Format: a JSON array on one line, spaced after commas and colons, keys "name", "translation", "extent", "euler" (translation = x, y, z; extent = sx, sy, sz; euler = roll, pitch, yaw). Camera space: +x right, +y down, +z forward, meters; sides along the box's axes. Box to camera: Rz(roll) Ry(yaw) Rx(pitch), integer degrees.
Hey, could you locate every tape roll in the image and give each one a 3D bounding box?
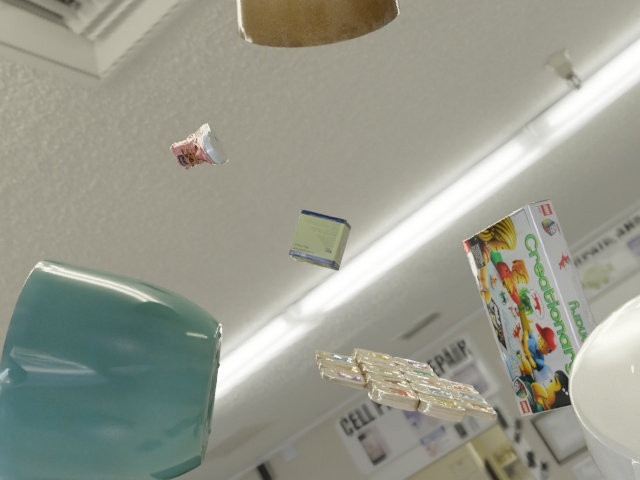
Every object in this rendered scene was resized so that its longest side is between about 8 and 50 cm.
[{"name": "tape roll", "translation": [0.445, 0.133, 0.878], "extent": [0.392, 0.072, 0.392], "euler": [-21, 19, 8]}]

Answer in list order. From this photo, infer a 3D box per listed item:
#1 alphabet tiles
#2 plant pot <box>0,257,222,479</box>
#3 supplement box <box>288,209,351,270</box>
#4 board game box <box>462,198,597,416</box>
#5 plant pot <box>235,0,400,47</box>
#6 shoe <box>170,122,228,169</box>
[{"name": "alphabet tiles", "translation": [0.130, 0.221, 1.386], "extent": [0.284, 0.277, 0.021], "euler": [-127, 52, -83]}, {"name": "plant pot", "translation": [-0.252, 0.181, 1.122], "extent": [0.235, 0.293, 0.293], "euler": [7, -25, -2]}, {"name": "supplement box", "translation": [0.000, 0.000, 1.525], "extent": [0.056, 0.083, 0.083], "euler": [45, -120, -73]}, {"name": "board game box", "translation": [0.336, 0.111, 1.371], "extent": [0.053, 0.305, 0.193], "euler": [-12, -13, -26]}, {"name": "plant pot", "translation": [-0.019, -0.426, 1.201], "extent": [0.237, 0.237, 0.254], "euler": [-23, -56, -23]}, {"name": "shoe", "translation": [-0.215, -0.153, 1.546], "extent": [0.081, 0.063, 0.178], "euler": [-34, 21, 2]}]
